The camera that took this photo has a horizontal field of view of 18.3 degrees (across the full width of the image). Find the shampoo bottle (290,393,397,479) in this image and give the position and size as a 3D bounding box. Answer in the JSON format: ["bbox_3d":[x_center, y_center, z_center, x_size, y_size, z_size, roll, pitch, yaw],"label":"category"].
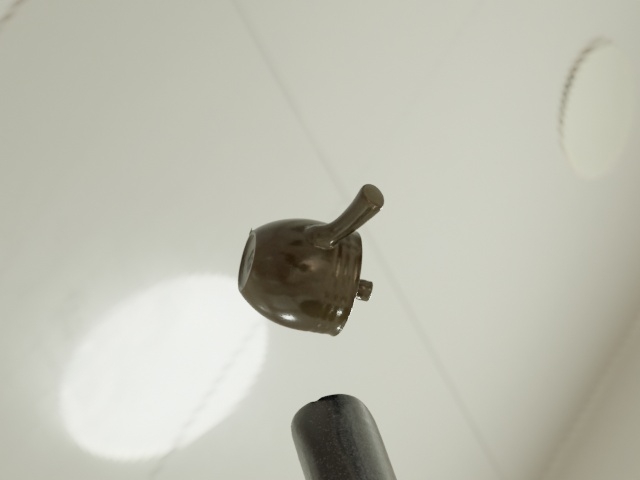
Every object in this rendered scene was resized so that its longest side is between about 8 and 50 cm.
[{"bbox_3d":[0.039,0.196,1.090,0.049,0.087,0.233,-23,-125,5],"label":"shampoo bottle"}]

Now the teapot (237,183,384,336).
[{"bbox_3d":[0.000,0.000,1.184,0.080,0.110,0.085,13,-138,-14],"label":"teapot"}]
